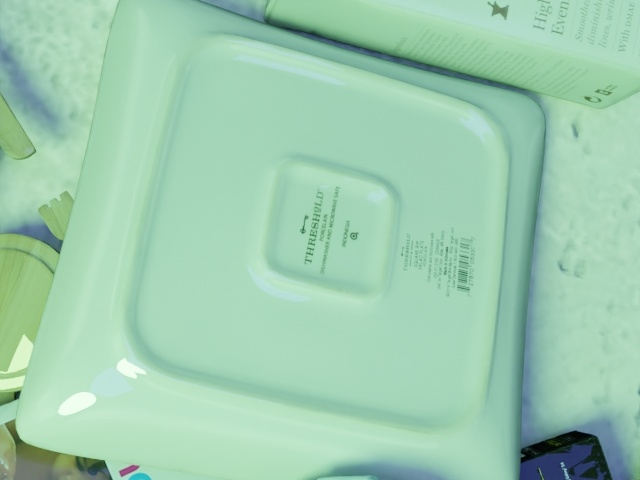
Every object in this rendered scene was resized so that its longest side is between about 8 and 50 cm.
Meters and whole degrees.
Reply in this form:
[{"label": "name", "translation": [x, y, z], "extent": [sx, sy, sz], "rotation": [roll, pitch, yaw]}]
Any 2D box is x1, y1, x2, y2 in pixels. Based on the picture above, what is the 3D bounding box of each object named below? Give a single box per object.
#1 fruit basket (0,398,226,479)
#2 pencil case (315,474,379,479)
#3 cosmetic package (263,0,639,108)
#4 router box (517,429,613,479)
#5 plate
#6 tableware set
[{"label": "fruit basket", "translation": [-0.155, 0.252, 0.528], "extent": [0.353, 0.165, 0.327], "rotation": [-22, 82, -18]}, {"label": "pencil case", "translation": [0.002, 0.242, 0.486], "extent": [0.124, 0.114, 0.273], "rotation": [52, 35, -29]}, {"label": "cosmetic package", "translation": [0.092, -0.168, 0.664], "extent": [0.231, 0.085, 0.117], "rotation": [12, 80, -9]}, {"label": "router box", "translation": [0.124, 0.217, 0.634], "extent": [0.133, 0.046, 0.178], "rotation": [-18, 86, -6]}, {"label": "plate", "translation": [0.000, 0.000, 0.609], "extent": [0.278, 0.045, 0.277], "rotation": [14, 68, -13]}, {"label": "tableware set", "translation": [-0.201, -0.004, 0.618], "extent": [0.128, 0.039, 0.194], "rotation": [-32, 84, -2]}]
